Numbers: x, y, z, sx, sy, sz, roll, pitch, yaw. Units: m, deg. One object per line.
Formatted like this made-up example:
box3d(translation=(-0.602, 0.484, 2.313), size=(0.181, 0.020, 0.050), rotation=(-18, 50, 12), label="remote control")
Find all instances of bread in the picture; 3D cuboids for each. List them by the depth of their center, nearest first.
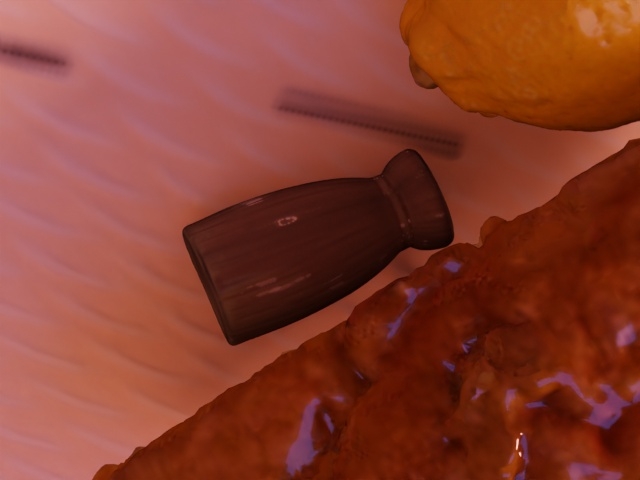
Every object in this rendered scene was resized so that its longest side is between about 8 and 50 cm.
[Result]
box3d(translation=(0.078, 0.088, 0.546), size=(0.340, 0.194, 0.179), rotation=(-32, 87, 11), label="bread")

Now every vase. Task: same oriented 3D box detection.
box3d(translation=(0.000, 0.000, 0.589), size=(0.101, 0.053, 0.053), rotation=(-23, 127, -7), label="vase")

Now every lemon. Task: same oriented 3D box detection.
box3d(translation=(0.099, -0.098, 0.518), size=(0.155, 0.114, 0.114), rotation=(-28, 127, 7), label="lemon")
